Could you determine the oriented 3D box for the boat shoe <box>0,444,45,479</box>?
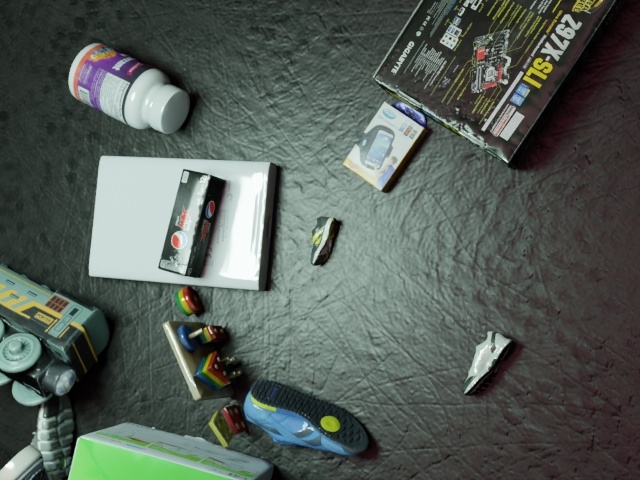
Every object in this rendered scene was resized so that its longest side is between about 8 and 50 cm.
[{"bbox_3d":[-0.485,0.480,1.686,0.158,0.127,0.340,38,130,6],"label":"boat shoe"}]

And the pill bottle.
[{"bbox_3d":[-0.322,-0.254,1.745,0.193,0.108,0.108,27,95,20],"label":"pill bottle"}]

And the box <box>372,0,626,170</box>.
[{"bbox_3d":[0.271,-0.308,1.543,0.257,0.079,0.322,34,96,18],"label":"box"}]

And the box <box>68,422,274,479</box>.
[{"bbox_3d":[-0.222,0.371,1.553,0.262,0.231,0.127,14,86,6],"label":"box"}]

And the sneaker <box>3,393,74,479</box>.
[{"bbox_3d":[-0.495,0.365,1.766,0.132,0.086,0.229,-8,83,22],"label":"sneaker"}]

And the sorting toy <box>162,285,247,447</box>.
[{"bbox_3d":[-0.176,0.192,1.635,0.046,0.132,0.274,-29,76,14],"label":"sorting toy"}]

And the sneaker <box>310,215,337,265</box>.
[{"bbox_3d":[0.000,0.000,1.645,0.035,0.031,0.083,21,88,35],"label":"sneaker"}]

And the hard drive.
[{"bbox_3d":[-0.234,-0.032,1.727,0.318,0.040,0.210,4,86,21],"label":"hard drive"}]

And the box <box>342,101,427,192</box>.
[{"bbox_3d":[0.106,-0.153,1.618,0.081,0.028,0.136,36,100,20],"label":"box"}]

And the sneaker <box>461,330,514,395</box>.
[{"bbox_3d":[0.244,0.184,1.534,0.044,0.040,0.109,39,96,36],"label":"sneaker"}]

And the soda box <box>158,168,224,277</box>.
[{"bbox_3d":[-0.209,-0.027,1.662,0.053,0.060,0.169,15,89,19],"label":"soda box"}]

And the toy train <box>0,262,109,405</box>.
[{"bbox_3d":[-0.522,0.148,1.754,0.334,0.142,0.190,22,53,26],"label":"toy train"}]

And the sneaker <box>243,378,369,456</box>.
[{"bbox_3d":[-0.024,0.294,1.614,0.209,0.069,0.082,22,126,12],"label":"sneaker"}]
